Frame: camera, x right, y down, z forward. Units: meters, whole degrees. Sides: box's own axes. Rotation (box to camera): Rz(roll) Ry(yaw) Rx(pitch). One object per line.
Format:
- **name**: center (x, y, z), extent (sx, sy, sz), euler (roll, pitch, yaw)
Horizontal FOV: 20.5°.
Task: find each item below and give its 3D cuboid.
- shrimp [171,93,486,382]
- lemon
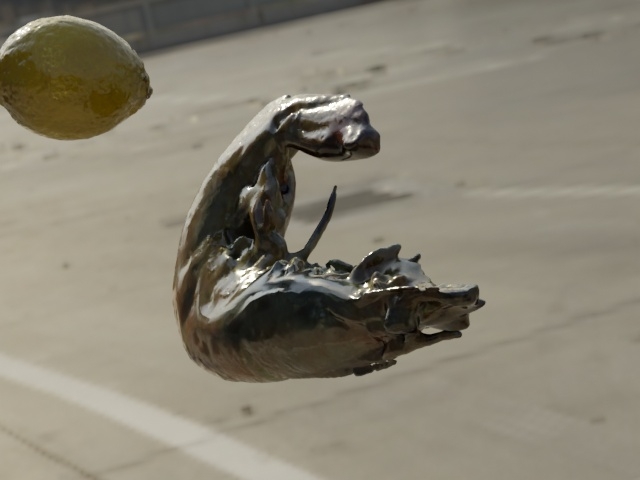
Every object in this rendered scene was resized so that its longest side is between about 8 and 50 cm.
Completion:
- **shrimp**: center (-0.002, 0.000, 0.813), extent (0.052, 0.143, 0.251), euler (13, -5, -37)
- **lemon**: center (-0.131, -0.082, 0.899), extent (0.092, 0.065, 0.065), euler (1, 5, -15)
